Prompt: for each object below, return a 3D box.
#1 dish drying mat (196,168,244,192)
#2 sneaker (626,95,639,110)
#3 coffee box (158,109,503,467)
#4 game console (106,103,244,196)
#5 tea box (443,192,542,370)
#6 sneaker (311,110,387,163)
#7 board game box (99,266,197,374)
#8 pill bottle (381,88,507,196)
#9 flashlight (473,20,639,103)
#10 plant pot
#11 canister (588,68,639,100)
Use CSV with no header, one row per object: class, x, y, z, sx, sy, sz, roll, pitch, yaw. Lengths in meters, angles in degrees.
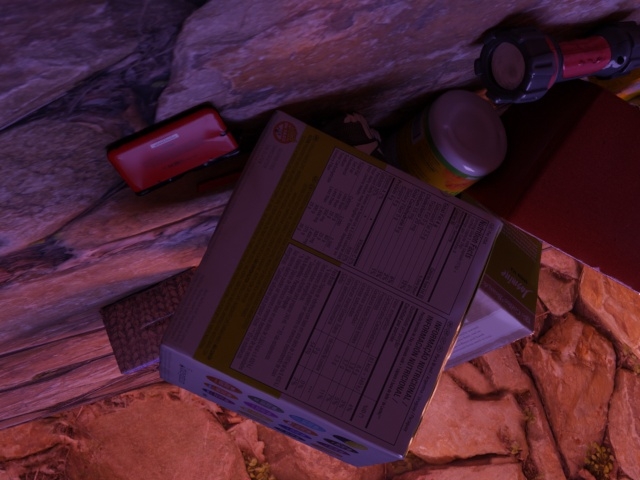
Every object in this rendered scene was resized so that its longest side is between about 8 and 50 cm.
dish drying mat,-0.141,-0.089,1.538,0.083,0.008,0.032,-18,169,-14
sneaker,0.539,-0.232,1.805,0.094,0.090,0.235,-20,-164,-1
coffee box,0.000,0.088,1.445,0.334,0.338,0.337,25,164,-2
game console,-0.176,-0.121,1.290,0.144,0.085,0.124,-23,138,8
tea box,0.200,0.042,1.876,0.329,0.220,0.323,-30,-149,41
sneaker,0.051,-0.117,1.499,0.078,0.106,0.234,-25,169,15
board game box,-0.279,0.169,2.209,0.232,0.141,0.291,-24,170,14
pill bottle,0.161,-0.119,1.619,0.136,0.136,0.245,-14,167,-36
flashlight,0.342,-0.252,1.429,0.304,0.103,0.103,-16,132,-38
plant pot,0.396,-0.109,1.615,0.236,0.267,0.267,-60,-162,8
canister,0.492,-0.274,1.667,0.126,0.073,0.170,-25,170,19
